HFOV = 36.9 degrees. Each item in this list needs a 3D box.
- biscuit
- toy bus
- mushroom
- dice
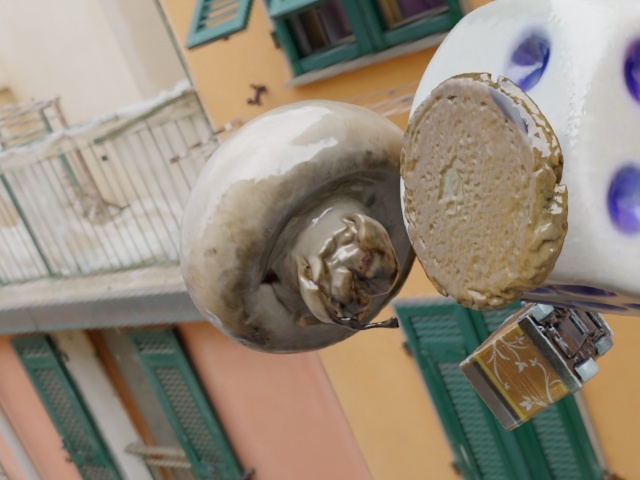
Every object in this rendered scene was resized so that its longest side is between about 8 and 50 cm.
[{"bbox_3d":[0.143,-0.044,0.867,0.042,0.226,0.226,-6,7,-29],"label":"biscuit"},{"bbox_3d":[0.338,0.166,1.469,0.167,0.138,0.275,-41,-9,28],"label":"toy bus"},{"bbox_3d":[0.000,0.000,1.254,0.362,0.362,0.294,-28,44,-18],"label":"mushroom"},{"bbox_3d":[0.288,-0.084,1.062,0.304,0.304,0.277,14,-9,-33],"label":"dice"}]
